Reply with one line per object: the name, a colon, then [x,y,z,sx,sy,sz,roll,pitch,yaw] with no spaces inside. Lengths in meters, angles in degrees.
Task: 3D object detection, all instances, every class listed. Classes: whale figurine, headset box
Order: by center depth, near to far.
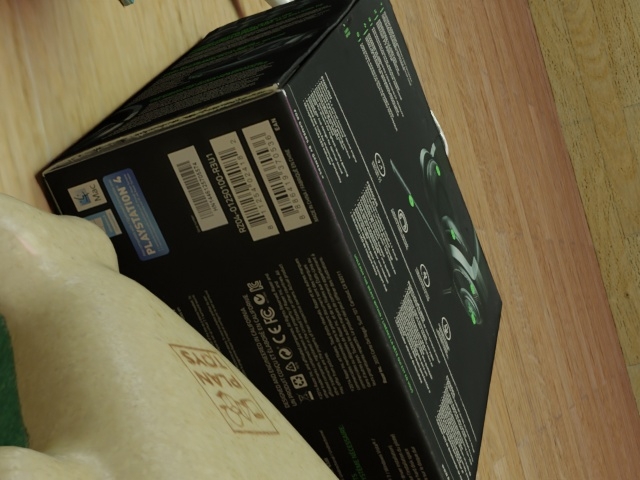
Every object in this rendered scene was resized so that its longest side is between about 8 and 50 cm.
whale figurine: [-0.079,0.107,0.434,0.272,0.141,0.216,54,13,19]
headset box: [0.000,0.000,0.680,0.283,0.131,0.246,-63,133,-63]

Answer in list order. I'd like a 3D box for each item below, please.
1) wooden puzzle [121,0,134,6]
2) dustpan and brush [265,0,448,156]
wooden puzzle: [-0.119,-0.167,0.671,0.049,0.006,0.083,52,29,-47]
dustpan and brush: [-0.001,-0.124,0.837,0.211,0.147,0.060,42,67,-12]
